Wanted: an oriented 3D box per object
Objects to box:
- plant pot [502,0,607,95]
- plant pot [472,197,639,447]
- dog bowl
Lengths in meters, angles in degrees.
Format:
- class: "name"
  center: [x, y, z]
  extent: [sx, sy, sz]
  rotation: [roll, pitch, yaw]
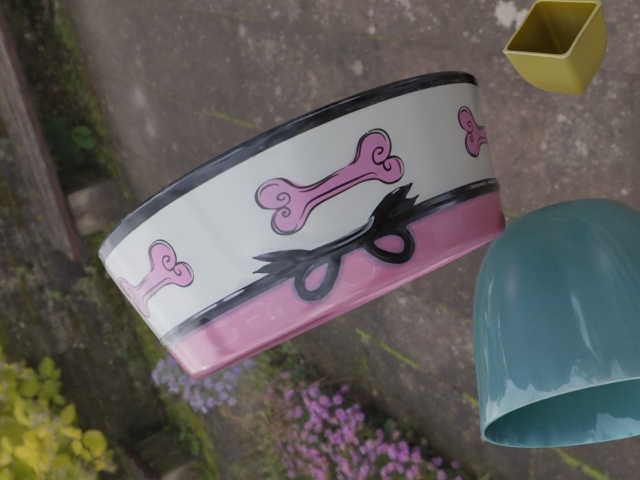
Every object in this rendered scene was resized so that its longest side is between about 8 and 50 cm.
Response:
- class: "plant pot"
  center: [0.266, -0.205, 0.901]
  extent: [0.081, 0.081, 0.083]
  rotation: [19, 158, 45]
- class: "plant pot"
  center: [0.313, 0.092, 0.967]
  extent: [0.293, 0.293, 0.235]
  rotation: [121, 146, -58]
- class: "dog bowl"
  center: [0.000, 0.000, 0.814]
  extent: [0.150, 0.408, 0.408]
  rotation: [65, 152, 6]
